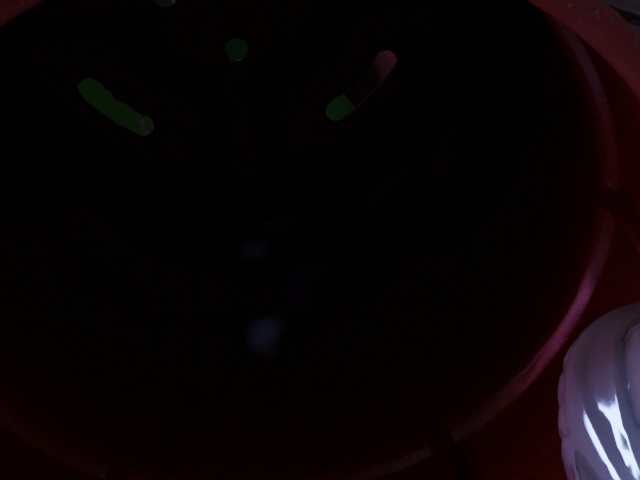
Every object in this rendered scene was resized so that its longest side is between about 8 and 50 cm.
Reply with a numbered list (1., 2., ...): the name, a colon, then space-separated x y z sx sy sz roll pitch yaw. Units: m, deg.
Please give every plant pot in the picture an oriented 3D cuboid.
1. plant pot: -0.026 -0.042 0.572 0.265 0.272 0.272 -101 6 -56

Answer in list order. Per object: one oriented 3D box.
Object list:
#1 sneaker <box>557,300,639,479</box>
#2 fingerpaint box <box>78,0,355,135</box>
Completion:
1. sneaker: 0.113 0.070 0.344 0.090 0.115 0.232 65 -160 -17
2. fingerpaint box: -0.081 0.073 0.936 0.371 0.163 0.445 107 148 -48
